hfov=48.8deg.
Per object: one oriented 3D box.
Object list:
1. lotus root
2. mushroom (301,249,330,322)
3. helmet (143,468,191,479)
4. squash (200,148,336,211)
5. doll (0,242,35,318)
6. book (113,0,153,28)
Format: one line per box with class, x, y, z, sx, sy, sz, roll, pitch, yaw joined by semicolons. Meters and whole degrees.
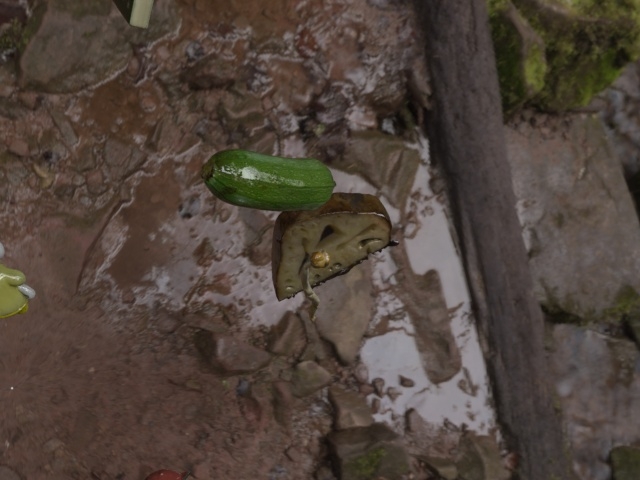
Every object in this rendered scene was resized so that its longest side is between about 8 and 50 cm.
lotus root;0.000;0.000;1.260;0.170;0.260;0.074;55;16;-43
mushroom;-0.012;0.066;0.919;0.028;0.286;0.026;24;69;5
helmet;-0.223;0.343;0.980;0.049;0.065;0.084;36;50;-5
squash;-0.053;-0.071;0.863;0.219;0.077;0.068;-3;121;-53
doll;-0.482;0.053;1.024;0.106;0.162;0.062;-8;45;-1
book;-0.246;-0.415;0.916;0.027;0.264;0.202;4;122;-32
